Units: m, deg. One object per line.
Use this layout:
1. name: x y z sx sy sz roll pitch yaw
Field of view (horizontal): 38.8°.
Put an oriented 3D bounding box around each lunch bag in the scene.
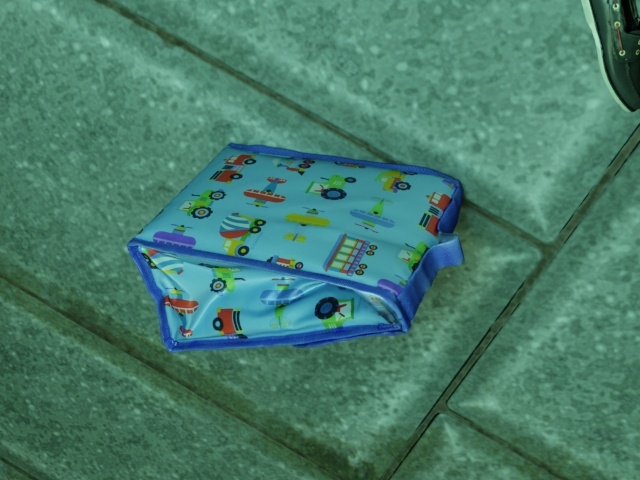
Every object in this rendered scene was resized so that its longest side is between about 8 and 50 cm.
1. lunch bag: 0.000 0.000 0.909 0.293 0.221 0.138 0 122 26

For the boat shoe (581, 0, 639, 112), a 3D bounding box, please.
1. boat shoe: 0.261 -0.173 0.782 0.042 0.049 0.133 -8 113 38
